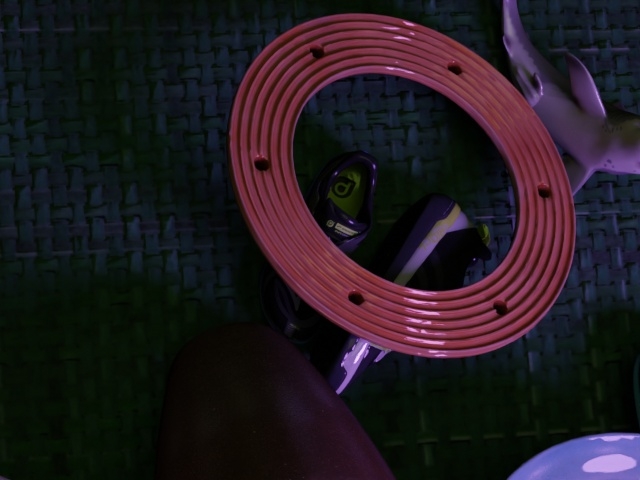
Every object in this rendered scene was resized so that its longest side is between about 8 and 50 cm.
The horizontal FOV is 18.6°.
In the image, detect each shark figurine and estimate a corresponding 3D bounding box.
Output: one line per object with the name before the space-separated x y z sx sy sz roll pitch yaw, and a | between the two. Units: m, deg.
shark figurine | 0.238 -0.147 1.825 0.116 0.166 0.278 -14 61 -42

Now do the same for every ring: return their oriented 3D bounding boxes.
ring | 0.071 -0.049 1.703 0.337 0.032 0.336 13 57 -21

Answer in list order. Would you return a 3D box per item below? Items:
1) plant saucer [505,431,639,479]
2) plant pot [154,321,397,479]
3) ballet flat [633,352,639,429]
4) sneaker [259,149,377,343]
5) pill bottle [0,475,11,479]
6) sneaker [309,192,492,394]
plant saucer | 0.270 0.297 1.566 0.318 0.043 0.317 8 51 -9
plant pot | -0.047 0.183 1.594 0.215 0.215 0.230 -4 45 -15
ballet flat | 0.403 0.300 1.699 0.164 0.182 0.482 4 74 -43
sneaker | 0.000 0.000 1.722 0.067 0.078 0.188 26 73 -7
pill bottle | -0.294 0.368 1.492 0.210 0.210 0.363 29 72 -7
sneaker | 0.082 0.059 1.719 0.097 0.084 0.234 42 63 -11
